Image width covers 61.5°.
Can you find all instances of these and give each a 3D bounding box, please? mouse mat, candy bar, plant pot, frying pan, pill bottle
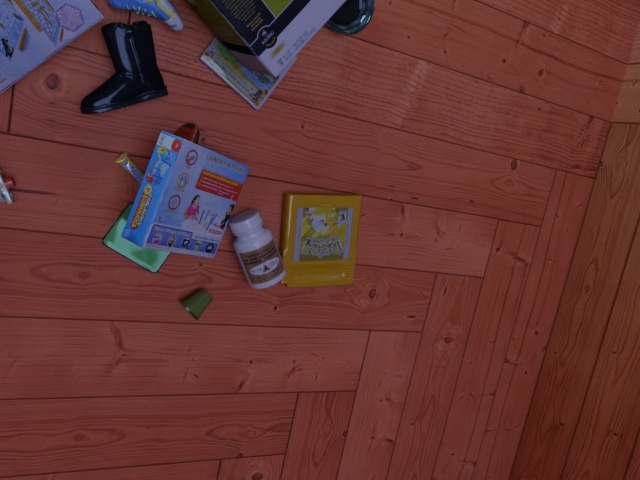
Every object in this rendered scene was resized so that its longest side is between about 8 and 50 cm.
[{"bbox_3d":[-0.527,-0.006,1.600,0.189,0.007,0.152,37,86,-28],"label":"mouse mat"},{"bbox_3d":[-0.520,-0.183,1.550,0.040,0.018,0.161,-44,117,-9],"label":"candy bar"},{"bbox_3d":[-0.384,0.194,1.690,0.079,0.083,0.083,-45,119,-24],"label":"plant pot"},{"bbox_3d":[0.020,-0.744,1.649,0.326,0.053,0.197,0,104,-24],"label":"frying pan"},{"bbox_3d":[-0.203,0.026,1.697,0.131,0.131,0.229,-26,113,-18],"label":"pill bottle"}]

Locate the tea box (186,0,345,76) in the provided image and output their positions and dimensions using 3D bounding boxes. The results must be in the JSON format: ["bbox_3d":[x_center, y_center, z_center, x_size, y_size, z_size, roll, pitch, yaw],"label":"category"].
[{"bbox_3d":[-0.153,-0.675,1.422,0.329,0.220,0.323,-48,129,-4],"label":"tea box"}]

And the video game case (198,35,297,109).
[{"bbox_3d":[-0.212,-0.543,1.603,0.227,0.026,0.206,39,85,-30],"label":"video game case"}]

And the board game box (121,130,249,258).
[{"bbox_3d":[-0.369,-0.115,1.517,0.308,0.086,0.302,17,96,-63],"label":"board game box"}]

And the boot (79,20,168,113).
[{"bbox_3d":[-0.541,-0.459,1.420,0.246,0.094,0.207,-25,117,-26],"label":"boot"}]

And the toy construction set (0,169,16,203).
[{"bbox_3d":[-0.923,-0.136,1.288,0.327,0.151,0.215,-21,87,-28],"label":"toy construction set"}]

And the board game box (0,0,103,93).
[{"bbox_3d":[-0.740,-0.565,1.242,0.318,0.066,0.319,-36,130,-1],"label":"board game box"}]

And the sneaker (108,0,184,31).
[{"bbox_3d":[-0.480,-0.634,1.425,0.126,0.091,0.240,-38,118,8],"label":"sneaker"}]

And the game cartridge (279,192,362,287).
[{"bbox_3d":[0.000,0.000,1.837,0.285,0.052,0.324,-2,103,-26],"label":"game cartridge"}]

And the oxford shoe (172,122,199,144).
[{"bbox_3d":[-0.412,-0.210,1.569,0.098,0.097,0.271,31,81,-58],"label":"oxford shoe"}]
